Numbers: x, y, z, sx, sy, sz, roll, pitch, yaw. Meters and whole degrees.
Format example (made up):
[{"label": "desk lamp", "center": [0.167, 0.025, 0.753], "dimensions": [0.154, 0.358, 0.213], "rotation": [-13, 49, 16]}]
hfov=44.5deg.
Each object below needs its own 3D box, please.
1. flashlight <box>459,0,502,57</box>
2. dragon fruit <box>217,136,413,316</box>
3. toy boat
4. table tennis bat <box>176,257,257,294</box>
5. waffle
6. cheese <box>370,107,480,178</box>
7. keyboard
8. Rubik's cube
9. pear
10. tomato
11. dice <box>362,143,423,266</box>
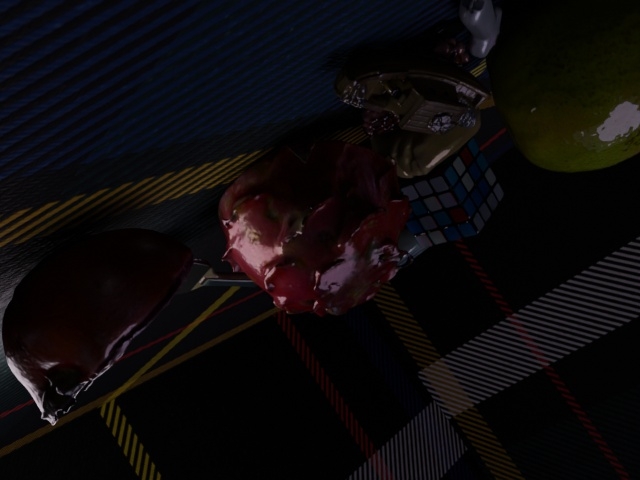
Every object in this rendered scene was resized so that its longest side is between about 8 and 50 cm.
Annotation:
[{"label": "flashlight", "center": [0.265, -0.369, 1.310], "dimensions": [0.200, 0.047, 0.093], "rotation": [4, 107, -70]}, {"label": "dragon fruit", "center": [0.000, 0.000, 1.455], "dimensions": [0.370, 0.249, 0.386], "rotation": [-18, 150, -1]}, {"label": "toy boat", "center": [0.151, -0.227, 1.233], "dimensions": [0.321, 0.122, 0.089], "rotation": [-1, 144, -41]}, {"label": "table tennis bat", "center": [-0.255, 0.073, 1.509], "dimensions": [0.301, 0.023, 0.173], "rotation": [3, 154, -29]}, {"label": "waffle", "center": [0.164, -0.270, 1.396], "dimensions": [0.234, 0.055, 0.221], "rotation": [-43, 168, 18]}, {"label": "cheese", "center": [0.212, -0.218, 1.557], "dimensions": [0.226, 0.117, 0.214], "rotation": [-33, -160, 6]}, {"label": "keyboard", "center": [0.157, -0.305, 1.407], "dimensions": [0.106, 0.016, 0.262], "rotation": [-27, 168, -44]}, {"label": "Rubik's cube", "center": [0.256, -0.098, 1.601], "dimensions": [0.155, 0.151, 0.154], "rotation": [-15, -155, 45]}, {"label": "pear", "center": [0.517, -0.319, 1.507], "dimensions": [0.391, 0.391, 0.391], "rotation": [-33, 172, -6]}, {"label": "tomato", "center": [-0.353, 0.092, 1.186], "dimensions": [0.335, 0.176, 0.290], "rotation": [-41, -170, 37]}, {"label": "dice", "center": [0.102, -0.046, 1.806], "dimensions": [0.262, 0.268, 0.265], "rotation": [-35, 171, -5]}]
